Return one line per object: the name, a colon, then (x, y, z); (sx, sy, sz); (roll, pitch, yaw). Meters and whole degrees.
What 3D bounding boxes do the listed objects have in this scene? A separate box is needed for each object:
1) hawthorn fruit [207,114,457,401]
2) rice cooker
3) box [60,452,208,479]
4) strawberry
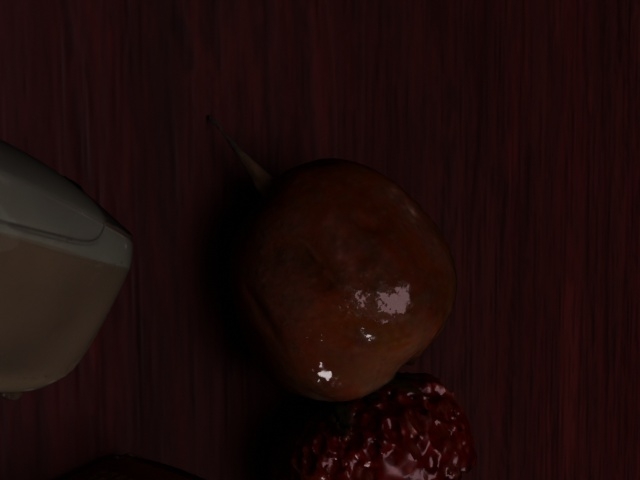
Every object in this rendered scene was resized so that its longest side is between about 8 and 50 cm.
hawthorn fruit: (0.005, 0.016, 0.793); (0.149, 0.149, 0.189); (-54, 128, -25)
rice cooker: (-0.191, 0.002, 0.607); (0.206, 0.145, 0.127); (13, 96, -41)
box: (-0.198, 0.340, 0.647); (0.385, 0.122, 0.344); (-18, 107, -41)
strawberry: (0.031, 0.138, 0.842); (0.145, 0.145, 0.086); (-29, 91, -38)
